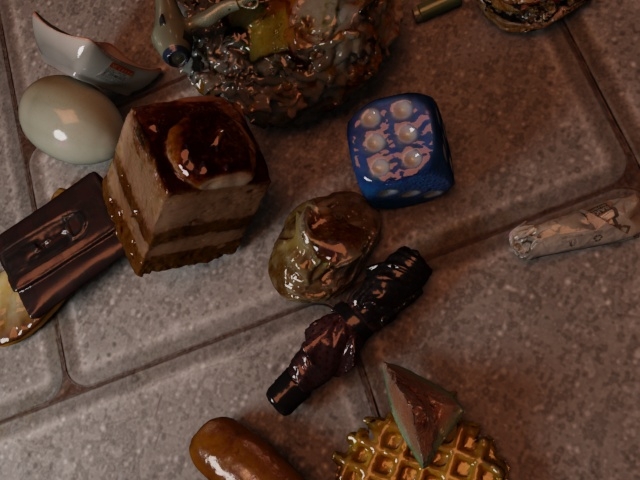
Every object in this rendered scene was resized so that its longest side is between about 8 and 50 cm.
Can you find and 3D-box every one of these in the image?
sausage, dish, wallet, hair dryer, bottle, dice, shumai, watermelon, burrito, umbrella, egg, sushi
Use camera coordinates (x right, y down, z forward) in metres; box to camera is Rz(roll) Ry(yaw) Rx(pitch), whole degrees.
[{"bbox_3d":[-0.086,0.363,1.065,0.270,0.109,0.109,38,87,23],"label":"sausage"},{"bbox_3d":[-0.408,-0.323,1.301,0.151,0.212,0.077,29,99,21],"label":"dish"},{"bbox_3d":[-0.443,0.003,1.256,0.229,0.049,0.182,-35,69,-1],"label":"wallet"},{"bbox_3d":[-0.195,-0.383,1.164,0.199,0.067,0.167,-35,58,4],"label":"hair dryer"},{"bbox_3d":[0.199,-0.403,1.241,0.083,0.030,0.030,-22,70,10],"label":"bottle"},{"bbox_3d":[0.124,-0.137,1.128,0.146,0.146,0.143,-14,74,15],"label":"dice"},{"bbox_3d":[0.000,0.000,1.124,0.209,0.153,0.161,-39,75,-2],"label":"shumai"},{"bbox_3d":[0.141,0.228,1.028,0.101,0.080,0.155,-24,29,-16],"label":"watermelon"},{"bbox_3d":[0.381,-0.017,1.065,0.203,0.064,0.064,-14,71,11],"label":"burrito"},{"bbox_3d":[0.037,0.137,1.102,0.326,0.090,0.094,-44,90,0],"label":"umbrella"},{"bbox_3d":[-0.445,-0.214,1.305,0.209,0.151,0.151,29,84,13],"label":"egg"},{"bbox_3d":[-0.052,-0.376,1.222,0.417,0.176,0.418,-7,69,20],"label":"sushi"}]

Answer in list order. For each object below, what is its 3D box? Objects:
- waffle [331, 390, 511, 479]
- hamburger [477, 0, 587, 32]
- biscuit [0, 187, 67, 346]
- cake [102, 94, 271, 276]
[{"bbox_3d":[0.145,0.353,1.032,0.254,0.052,0.245,-26,68,8],"label":"waffle"},{"bbox_3d":[0.345,-0.455,1.176,0.231,0.107,0.231,-5,69,14],"label":"hamburger"},{"bbox_3d":[-0.507,0.055,1.303,0.154,0.045,0.299,34,85,21],"label":"biscuit"},{"bbox_3d":[-0.208,-0.105,1.113,0.196,0.293,0.199,-10,63,-30],"label":"cake"}]
